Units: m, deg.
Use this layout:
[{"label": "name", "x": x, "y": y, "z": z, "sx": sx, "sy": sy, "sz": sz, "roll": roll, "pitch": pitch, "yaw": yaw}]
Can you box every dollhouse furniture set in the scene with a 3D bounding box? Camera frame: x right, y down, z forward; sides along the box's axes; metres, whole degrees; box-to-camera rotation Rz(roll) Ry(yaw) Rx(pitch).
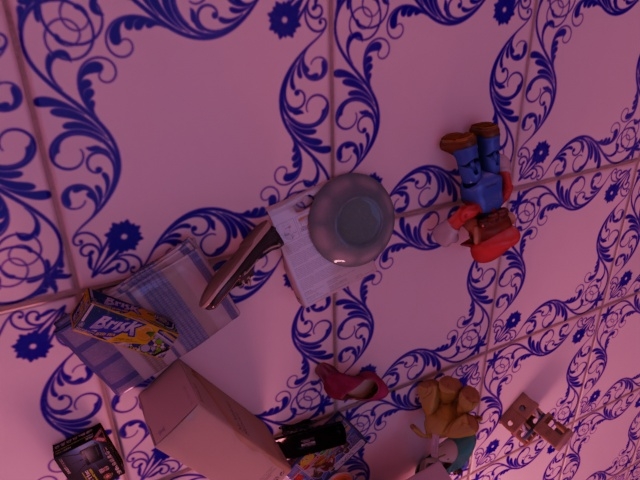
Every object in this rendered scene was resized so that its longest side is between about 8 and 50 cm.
[{"label": "dollhouse furniture set", "x": 0.690, "y": 0.605, "z": 1.660, "sx": 0.129, "sy": 0.184, "sz": 0.129, "roll": -48, "pitch": 126, "yaw": -2}]

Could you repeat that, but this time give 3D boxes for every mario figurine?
[{"label": "mario figurine", "x": 0.347, "y": -0.099, "z": 1.205, "sx": 0.198, "sy": 0.170, "sz": 0.320, "roll": -9, "pitch": 111, "yaw": 15}]

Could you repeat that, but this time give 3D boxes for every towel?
[{"label": "towel", "x": -0.307, "y": 0.143, "z": 0.974, "sx": 0.285, "sy": 0.034, "sz": 0.209, "roll": -34, "pitch": 124, "yaw": -11}]

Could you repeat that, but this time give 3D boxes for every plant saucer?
[{"label": "plant saucer", "x": 0.073, "y": -0.039, "z": 1.061, "sx": 0.195, "sy": 0.037, "sz": 0.195, "roll": -3, "pitch": 97, "yaw": -21}]

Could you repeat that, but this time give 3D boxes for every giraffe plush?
[{"label": "giraffe plush", "x": 0.363, "y": 0.477, "z": 1.445, "sx": 0.170, "sy": 0.181, "sz": 0.210, "roll": 17, "pitch": 93, "yaw": -56}]

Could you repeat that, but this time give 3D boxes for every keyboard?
[{"label": "keyboard", "x": -0.035, "y": 0.471, "z": 1.274, "sx": 0.192, "sy": 0.038, "sz": 0.100, "roll": -11, "pitch": 113, "yaw": -10}]

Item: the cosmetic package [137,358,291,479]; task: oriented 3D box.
[{"label": "cosmetic package", "x": -0.209, "y": 0.393, "z": 1.069, "sx": 0.113, "sy": 0.160, "sz": 0.309, "roll": -43, "pitch": 127, "yaw": -7}]

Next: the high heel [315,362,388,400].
[{"label": "high heel", "x": 0.100, "y": 0.361, "z": 1.253, "sx": 0.244, "sy": 0.117, "sz": 0.082, "roll": 35, "pitch": 92, "yaw": -36}]

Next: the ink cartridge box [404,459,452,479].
[{"label": "ink cartridge box", "x": 0.177, "y": 0.776, "z": 1.369, "sx": 0.395, "sy": 0.166, "sz": 0.285, "roll": -22, "pitch": 143, "yaw": -16}]

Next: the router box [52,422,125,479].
[{"label": "router box", "x": -0.448, "y": 0.426, "z": 1.022, "sx": 0.092, "sy": 0.038, "sz": 0.122, "roll": -24, "pitch": 122, "yaw": -18}]

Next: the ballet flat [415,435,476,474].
[{"label": "ballet flat", "x": 0.352, "y": 0.631, "z": 1.515, "sx": 0.087, "sy": 0.083, "sz": 0.247, "roll": 11, "pitch": 125, "yaw": -30}]

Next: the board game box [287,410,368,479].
[{"label": "board game box", "x": 0.011, "y": 0.543, "z": 1.338, "sx": 0.201, "sy": 0.035, "sz": 0.136, "roll": -41, "pitch": 125, "yaw": -7}]

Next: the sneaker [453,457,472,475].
[{"label": "sneaker", "x": 0.416, "y": 0.661, "z": 1.608, "sx": 0.085, "sy": 0.058, "sz": 0.152, "roll": -36, "pitch": 132, "yaw": -21}]

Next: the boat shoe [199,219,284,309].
[{"label": "boat shoe", "x": -0.140, "y": 0.055, "z": 0.970, "sx": 0.065, "sy": 0.075, "sz": 0.206, "roll": 46, "pitch": 63, "yaw": -21}]

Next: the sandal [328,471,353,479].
[{"label": "sandal", "x": 0.040, "y": 0.747, "z": 1.423, "sx": 0.102, "sy": 0.076, "sz": 0.265, "roll": 5, "pitch": 109, "yaw": -31}]

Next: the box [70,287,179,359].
[{"label": "box", "x": -0.334, "y": 0.145, "z": 0.905, "sx": 0.169, "sy": 0.054, "sz": 0.059, "roll": 31, "pitch": 96, "yaw": -37}]

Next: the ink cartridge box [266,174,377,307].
[{"label": "ink cartridge box", "x": 0.000, "y": 0.000, "z": 1.085, "sx": 0.181, "sy": 0.056, "sz": 0.224, "roll": -26, "pitch": 104, "yaw": -17}]
